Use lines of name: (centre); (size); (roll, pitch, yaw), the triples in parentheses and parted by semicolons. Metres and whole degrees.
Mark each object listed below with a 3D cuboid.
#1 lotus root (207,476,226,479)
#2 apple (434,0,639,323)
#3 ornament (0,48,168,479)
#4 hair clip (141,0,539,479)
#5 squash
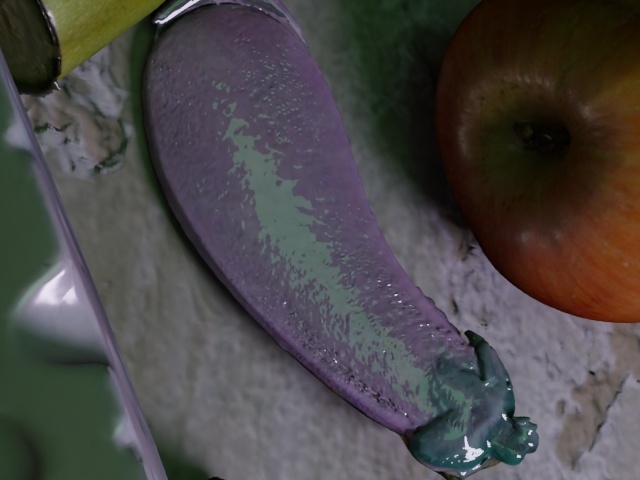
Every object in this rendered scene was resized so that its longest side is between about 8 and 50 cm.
lotus root: (-0.064, 0.226, 0.864); (0.108, 0.094, 0.190); (14, 75, 7)
apple: (0.207, -0.072, 1.025); (0.241, 0.242, 0.242); (-8, 84, -45)
ornament: (-0.199, 0.078, 0.640); (0.240, 0.239, 0.239); (-20, 66, -7)
hair clip: (-0.002, 0.001, 0.963); (0.358, 0.110, 0.095); (56, 18, -5)
squash: (-0.128, -0.174, 0.891); (0.187, 0.123, 0.123); (-40, 101, -31)
